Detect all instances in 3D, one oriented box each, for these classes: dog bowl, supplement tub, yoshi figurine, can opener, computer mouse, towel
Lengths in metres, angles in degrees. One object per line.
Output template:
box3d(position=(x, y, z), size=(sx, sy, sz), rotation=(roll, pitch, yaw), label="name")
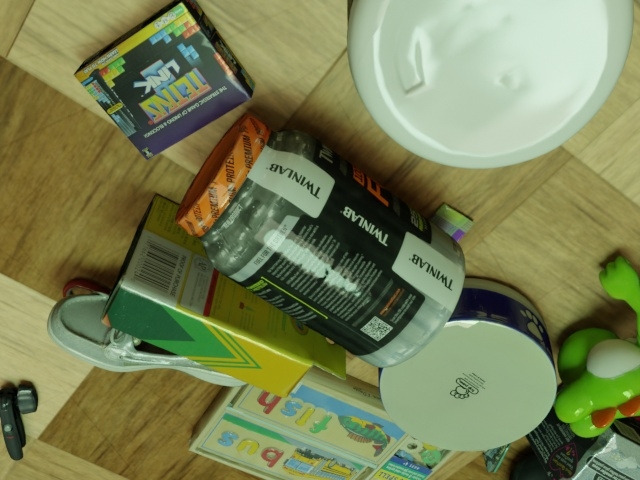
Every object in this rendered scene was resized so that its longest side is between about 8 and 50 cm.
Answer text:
box3d(position=(0.220, 0.193, 1.108), size=(0.264, 0.104, 0.265), rotation=(3, 121, 5), label="dog bowl")
box3d(position=(0.138, -0.236, 0.690), size=(0.228, 0.316, 0.228), rotation=(1, 126, 1), label="supplement tub")
box3d(position=(0.483, 0.131, 1.064), size=(0.362, 0.203, 0.203), rotation=(-43, 156, 12), label="yoshi figurine")
box3d(position=(-0.538, 0.325, 1.273), size=(0.073, 0.059, 0.186), rotation=(11, 125, -6), label="can opener")
box3d(position=(0.365, 0.488, 1.312), size=(0.072, 0.188, 0.272), rotation=(14, 118, 14), label="computer mouse")
box3d(position=(0.172, -0.012, 1.038), size=(0.060, 0.009, 0.083), rotation=(30, 121, -17), label="towel")
box3d(position=(0.000, 0.000, 0.928), size=(0.338, 0.207, 0.207), rotation=(34, 120, -19), label="supplement tub")

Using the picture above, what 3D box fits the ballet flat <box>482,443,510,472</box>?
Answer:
box3d(position=(0.311, 0.324, 1.250), size=(0.070, 0.070, 0.188), rotation=(14, 123, -8), label="ballet flat")

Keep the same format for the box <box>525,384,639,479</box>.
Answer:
box3d(position=(0.488, 0.363, 1.186), size=(0.247, 0.163, 0.142), rotation=(28, 108, -17), label="box")

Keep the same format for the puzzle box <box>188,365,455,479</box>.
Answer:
box3d(position=(0.006, 0.346, 1.274), size=(0.409, 0.052, 0.272), rotation=(25, 123, -15), label="puzzle box")

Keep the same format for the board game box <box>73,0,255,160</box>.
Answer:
box3d(position=(-0.190, -0.198, 0.894), size=(0.170, 0.048, 0.141), rotation=(-27, 119, 20), label="board game box")

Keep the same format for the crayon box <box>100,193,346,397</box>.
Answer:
box3d(position=(-0.117, 0.084, 0.999), size=(0.318, 0.202, 0.081), rotation=(26, 123, -15), label="crayon box")

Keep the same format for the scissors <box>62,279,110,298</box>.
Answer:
box3d(position=(-0.263, 0.112, 1.139), size=(0.297, 0.021, 0.109), rotation=(3, 123, -2), label="scissors")

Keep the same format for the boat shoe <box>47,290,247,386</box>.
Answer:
box3d(position=(-0.228, 0.132, 1.054), size=(0.320, 0.118, 0.103), rotation=(17, 141, -12), label="boat shoe")
